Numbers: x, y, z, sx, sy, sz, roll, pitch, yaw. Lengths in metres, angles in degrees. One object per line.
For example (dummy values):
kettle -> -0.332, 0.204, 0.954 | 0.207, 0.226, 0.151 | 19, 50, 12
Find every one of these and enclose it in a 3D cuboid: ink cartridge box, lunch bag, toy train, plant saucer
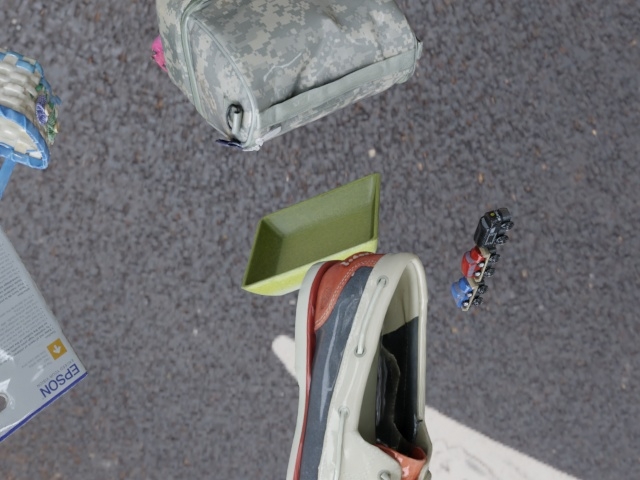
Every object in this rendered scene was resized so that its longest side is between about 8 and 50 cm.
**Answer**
ink cartridge box -> -0.504, 0.124, 1.194 | 0.071, 0.324, 0.330 | -9, 112, 46
lunch bag -> -0.047, -0.267, 1.312 | 0.305, 0.256, 0.213 | -26, 139, -23
toy train -> 0.167, 0.024, 1.005 | 0.036, 0.027, 0.158 | -9, 142, -15
plant saucer -> 0.000, 0.000, 1.253 | 0.188, 0.188, 0.045 | -21, 117, 16

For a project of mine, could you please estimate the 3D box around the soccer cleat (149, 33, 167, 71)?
soccer cleat -> -0.215, -0.384, 1.742 | 0.116, 0.331, 0.143 | 38, 74, -15

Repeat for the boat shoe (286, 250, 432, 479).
boat shoe -> 0.018, 0.071, 0.334 | 0.043, 0.137, 0.049 | -8, 168, 41

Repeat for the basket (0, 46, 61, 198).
basket -> -0.610, -0.200, 1.769 | 0.201, 0.289, 0.255 | 22, 165, 6
